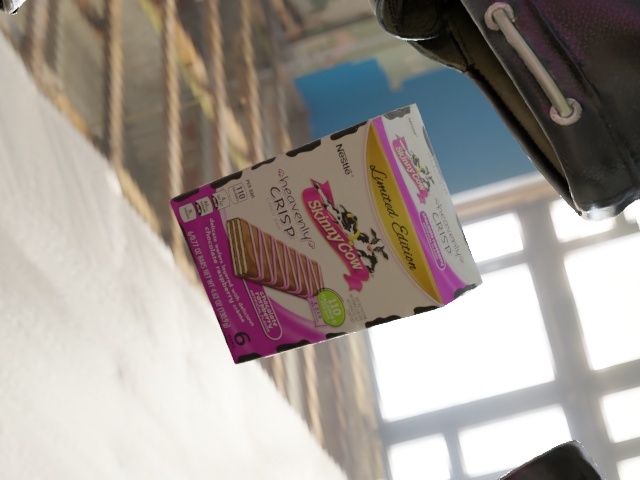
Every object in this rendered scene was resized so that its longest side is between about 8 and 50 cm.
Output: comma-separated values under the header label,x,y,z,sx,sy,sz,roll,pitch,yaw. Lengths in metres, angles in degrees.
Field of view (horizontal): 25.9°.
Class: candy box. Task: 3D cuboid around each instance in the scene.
label,x,y,z,sx,sy,sz,roll,pitch,yaw
candy box,0.000,0.000,1.152,0.071,0.233,0.159,-25,-85,-52

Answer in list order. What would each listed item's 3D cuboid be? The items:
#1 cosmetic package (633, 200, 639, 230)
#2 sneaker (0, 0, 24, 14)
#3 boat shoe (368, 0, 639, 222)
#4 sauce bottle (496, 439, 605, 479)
label,x,y,z,sx,sy,sz,roll,pitch,yaw
cosmetic package,0.222,-0.042,0.646,0.113,0.160,0.309,53,-153,-66
sneaker,-0.293,-0.274,1.378,0.078,0.106,0.234,50,-164,3
boat shoe,0.062,-0.120,0.595,0.302,0.091,0.114,51,176,48
sauce bottle,0.167,0.240,0.543,0.344,0.111,0.111,58,-174,16
